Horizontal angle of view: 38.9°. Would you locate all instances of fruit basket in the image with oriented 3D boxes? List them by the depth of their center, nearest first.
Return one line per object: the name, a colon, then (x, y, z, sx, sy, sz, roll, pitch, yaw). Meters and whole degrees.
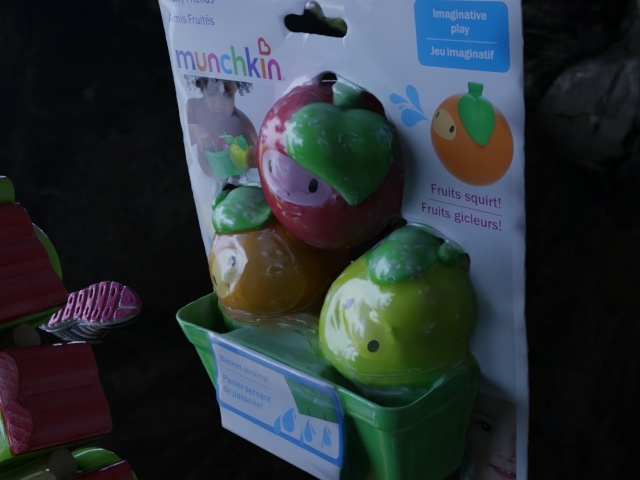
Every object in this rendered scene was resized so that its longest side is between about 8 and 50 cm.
fruit basket: (0.000, 0.000, 0.640, 0.165, 0.327, 0.353, -33, -55, -36)

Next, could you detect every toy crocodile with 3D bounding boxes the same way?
toy crocodile: (-0.152, 0.075, 0.440, 0.115, 0.105, 0.341, -8, -107, -62)

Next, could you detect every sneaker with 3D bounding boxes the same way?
sneaker: (-0.295, 0.103, 1.209, 0.075, 0.170, 0.063, 47, -139, -44)
